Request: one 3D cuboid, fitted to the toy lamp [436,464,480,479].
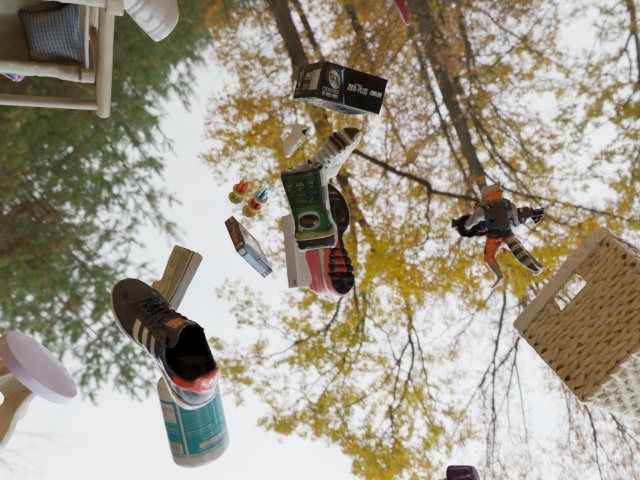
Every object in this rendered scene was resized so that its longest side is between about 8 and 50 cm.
[{"bbox_3d":[0.287,0.652,1.311,0.274,0.080,0.080,-32,-151,25],"label":"toy lamp"}]

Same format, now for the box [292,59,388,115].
[{"bbox_3d":[0.038,-0.328,1.086,0.180,0.147,0.078,-141,-117,-67],"label":"box"}]

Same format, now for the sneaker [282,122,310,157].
[{"bbox_3d":[-0.090,-0.371,1.830,0.061,0.054,0.152,9,-115,34],"label":"sneaker"}]

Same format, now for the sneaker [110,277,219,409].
[{"bbox_3d":[-0.331,0.192,1.087,0.131,0.350,0.148,-30,159,-43],"label":"sneaker"}]

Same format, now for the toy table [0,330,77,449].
[{"bbox_3d":[-0.729,0.346,1.187,0.160,0.274,0.252,-34,-133,-15],"label":"toy table"}]

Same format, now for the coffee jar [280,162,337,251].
[{"bbox_3d":[-0.021,-0.068,1.067,0.096,0.185,0.079,-7,-163,13],"label":"coffee jar"}]

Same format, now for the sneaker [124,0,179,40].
[{"bbox_3d":[-0.384,-0.545,1.005,0.108,0.169,0.293,-37,-130,15],"label":"sneaker"}]

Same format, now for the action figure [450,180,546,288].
[{"bbox_3d":[0.626,-0.042,1.622,0.341,0.331,0.178,-16,166,-9],"label":"action figure"}]

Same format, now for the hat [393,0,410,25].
[{"bbox_3d":[0.056,-0.442,0.792,0.208,0.184,0.173,25,-134,7],"label":"hat"}]

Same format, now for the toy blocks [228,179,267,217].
[{"bbox_3d":[-0.240,-0.157,1.687,0.054,0.123,0.148,-46,-178,-41],"label":"toy blocks"}]

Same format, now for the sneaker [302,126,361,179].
[{"bbox_3d":[0.052,-0.325,1.946,0.292,0.118,0.110,-41,-126,18],"label":"sneaker"}]

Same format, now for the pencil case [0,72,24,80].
[{"bbox_3d":[-0.847,-0.461,1.279,0.064,0.151,0.070,164,-66,-64],"label":"pencil case"}]

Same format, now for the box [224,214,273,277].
[{"bbox_3d":[-0.262,0.019,1.799,0.044,0.159,0.233,-40,-146,3],"label":"box"}]

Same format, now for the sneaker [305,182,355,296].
[{"bbox_3d":[0.000,0.000,1.349,0.136,0.115,0.314,-17,-107,46],"label":"sneaker"}]

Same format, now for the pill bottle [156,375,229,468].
[{"bbox_3d":[-0.315,0.402,1.220,0.146,0.264,0.146,-7,-169,1],"label":"pill bottle"}]

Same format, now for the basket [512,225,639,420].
[{"bbox_3d":[0.705,0.203,1.154,0.328,0.331,0.266,-57,-151,20],"label":"basket"}]

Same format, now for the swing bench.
[{"bbox_3d":[-0.373,-0.289,0.568,0.253,0.165,0.255,-6,156,-30],"label":"swing bench"}]

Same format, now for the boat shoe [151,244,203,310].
[{"bbox_3d":[-0.430,0.148,1.388,0.109,0.094,0.303,-46,-160,51],"label":"boat shoe"}]

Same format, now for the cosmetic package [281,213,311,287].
[{"bbox_3d":[-0.064,0.034,1.642,0.098,0.239,0.060,-1,174,-38],"label":"cosmetic package"}]
